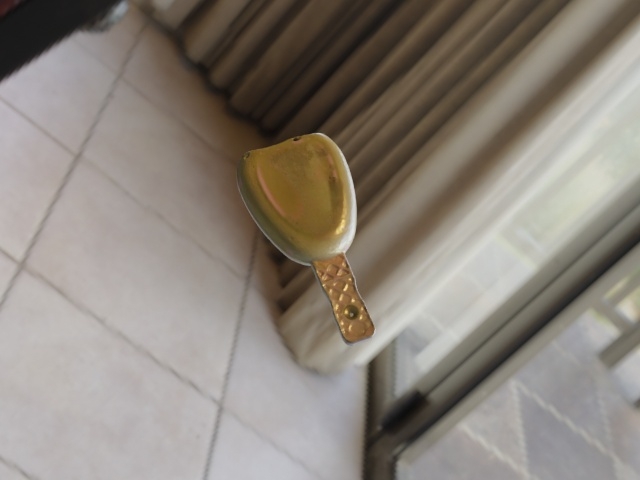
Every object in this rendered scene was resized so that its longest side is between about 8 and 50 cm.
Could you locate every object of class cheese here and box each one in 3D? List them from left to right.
[{"bbox_3d":[0.000,0.000,1.102,0.097,0.037,0.192,-18,69,-13],"label":"cheese"}]
